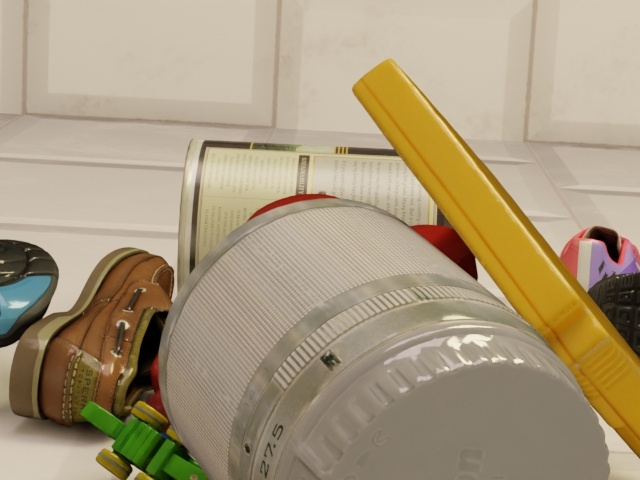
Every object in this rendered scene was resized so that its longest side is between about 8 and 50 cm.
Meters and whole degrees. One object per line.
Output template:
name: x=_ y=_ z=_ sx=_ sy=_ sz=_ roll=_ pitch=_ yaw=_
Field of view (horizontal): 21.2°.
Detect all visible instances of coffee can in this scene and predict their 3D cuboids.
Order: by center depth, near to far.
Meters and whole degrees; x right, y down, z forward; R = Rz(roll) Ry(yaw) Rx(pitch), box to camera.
coffee can: x=0.000 y=0.000 z=1.766 sx=0.275 sy=0.201 sz=0.201 roll=3 pitch=11 yaw=1

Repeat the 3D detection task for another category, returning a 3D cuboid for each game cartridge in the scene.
game cartridge: x=0.165 y=0.037 z=1.276 sx=0.324 sy=0.053 sz=0.285 roll=41 pitch=12 yaw=-53

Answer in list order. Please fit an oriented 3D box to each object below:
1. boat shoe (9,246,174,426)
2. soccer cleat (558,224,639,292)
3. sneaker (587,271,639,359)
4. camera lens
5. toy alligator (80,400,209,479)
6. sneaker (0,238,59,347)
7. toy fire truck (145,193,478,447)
boat shoe: x=-0.173 y=0.093 z=1.534 sx=0.104 sy=0.110 sz=0.307 roll=9 pitch=22 yaw=11
soccer cleat: x=0.322 y=0.032 z=1.909 sx=0.109 sy=0.116 sz=0.318 roll=7 pitch=12 yaw=18
sneaker: x=0.400 y=0.091 z=1.720 sx=0.286 sy=0.109 sz=0.130 roll=12 pitch=4 yaw=-3
camera lens: x=0.031 y=0.110 z=1.105 sx=0.219 sy=0.219 sz=0.274 roll=-2 pitch=22 yaw=-24
toy alligator: x=-0.103 y=0.172 z=1.268 sx=0.190 sy=0.056 sz=0.051 roll=26 pitch=-16 yaw=33
sneaker: x=-0.328 y=0.057 z=1.580 sx=0.125 sy=0.139 sz=0.341 roll=9 pitch=8 yaw=-22
toy fire truck: x=-0.012 y=0.102 z=1.408 sx=0.302 sy=0.169 sz=0.254 roll=15 pitch=38 yaw=39
